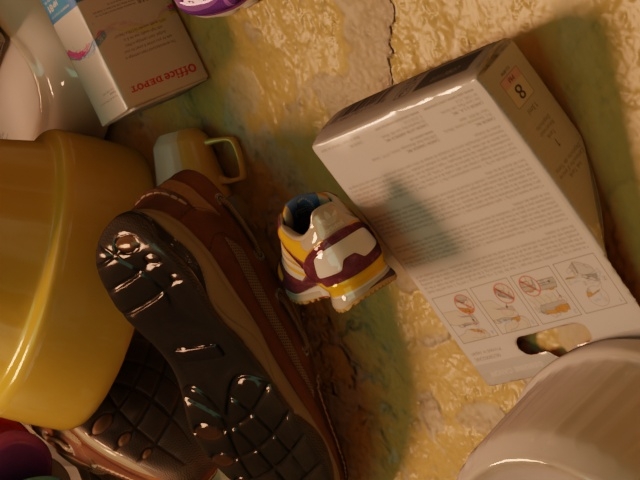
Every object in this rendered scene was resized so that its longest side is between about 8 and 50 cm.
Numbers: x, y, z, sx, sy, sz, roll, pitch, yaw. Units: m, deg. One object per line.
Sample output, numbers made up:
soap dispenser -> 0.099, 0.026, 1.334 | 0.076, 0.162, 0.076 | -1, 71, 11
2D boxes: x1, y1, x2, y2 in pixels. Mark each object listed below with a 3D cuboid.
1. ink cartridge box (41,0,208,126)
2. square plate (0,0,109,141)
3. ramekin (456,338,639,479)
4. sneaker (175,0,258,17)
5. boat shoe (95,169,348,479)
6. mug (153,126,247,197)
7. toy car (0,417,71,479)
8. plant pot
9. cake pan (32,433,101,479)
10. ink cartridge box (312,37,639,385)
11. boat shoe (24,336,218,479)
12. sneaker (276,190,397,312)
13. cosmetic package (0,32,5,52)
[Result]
ink cartridge box -> -0.159, -0.165, 1.410 | 0.052, 0.088, 0.122 | -27, 90, 52
square plate -> -0.340, -0.158, 1.655 | 0.344, 0.049, 0.347 | 49, 140, 18
ramekin -> 0.206, 0.211, 1.167 | 0.273, 0.127, 0.273 | 26, 130, 36
sneaker -> -0.067, -0.210, 1.295 | 0.170, 0.071, 0.068 | -23, 93, 53
boat shoe -> -0.055, 0.083, 1.412 | 0.122, 0.120, 0.324 | -4, 126, 35
mug -> -0.103, -0.061, 1.444 | 0.062, 0.078, 0.064 | 176, 79, -84
toy car -> -0.296, 0.235, 1.630 | 0.182, 0.159, 0.136 | 29, 122, 53
plant pot -> -0.296, 0.015, 1.469 | 0.254, 0.239, 0.254 | -47, 35, 49
cake pan -> -0.306, 0.344, 1.771 | 0.293, 0.054, 0.293 | -27, 49, 36
ink cartridge box -> 0.124, -0.014, 1.221 | 0.232, 0.066, 0.189 | 49, 145, -16
boat shoe -> -0.202, 0.159, 1.634 | 0.324, 0.123, 0.116 | 31, 143, 43
sneaker -> 0.000, 0.000, 1.306 | 0.084, 0.069, 0.185 | 61, 165, -10
cosmetic package -> -0.432, -0.230, 1.575 | 0.296, 0.129, 0.153 | 51, 139, 15
